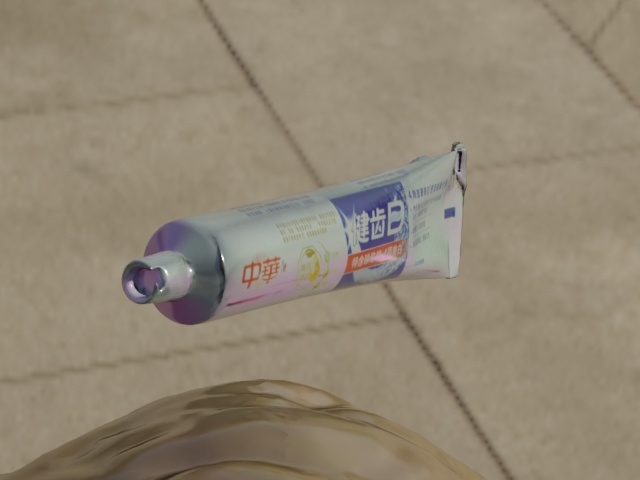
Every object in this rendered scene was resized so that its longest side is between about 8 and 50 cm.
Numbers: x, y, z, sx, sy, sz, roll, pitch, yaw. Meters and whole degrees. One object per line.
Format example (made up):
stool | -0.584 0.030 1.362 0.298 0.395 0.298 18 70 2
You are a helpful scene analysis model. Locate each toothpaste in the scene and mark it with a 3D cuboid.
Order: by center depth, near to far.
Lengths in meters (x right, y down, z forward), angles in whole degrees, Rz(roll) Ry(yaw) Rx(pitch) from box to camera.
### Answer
toothpaste | 0.000 0.000 0.564 0.028 0.045 0.170 6 10 32

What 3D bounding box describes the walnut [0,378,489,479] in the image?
walnut | -0.029 0.168 0.498 0.273 0.273 0.227 19 38 16
